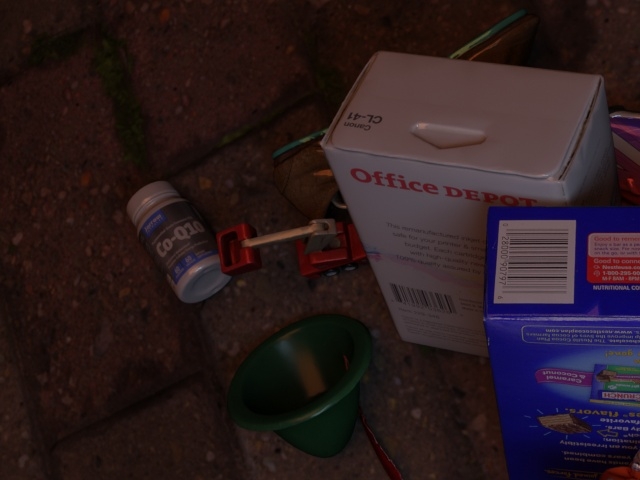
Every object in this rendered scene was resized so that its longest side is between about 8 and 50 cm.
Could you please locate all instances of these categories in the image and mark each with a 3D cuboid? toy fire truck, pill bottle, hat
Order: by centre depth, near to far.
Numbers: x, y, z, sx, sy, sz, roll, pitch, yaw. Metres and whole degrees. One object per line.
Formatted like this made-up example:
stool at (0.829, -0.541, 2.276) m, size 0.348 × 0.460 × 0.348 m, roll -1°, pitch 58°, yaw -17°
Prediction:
toy fire truck at (0.000, 0.000, 1.291) m, size 0.192 × 0.135 × 0.047 m, roll -17°, pitch 72°, yaw 21°
hat at (0.015, 0.211, 1.300) m, size 0.173 × 0.183 × 0.208 m, roll -23°, pitch 28°, yaw 12°
pill bottle at (-0.167, -0.001, 1.402) m, size 0.078 × 0.078 × 0.137 m, roll -43°, pitch 65°, yaw 10°

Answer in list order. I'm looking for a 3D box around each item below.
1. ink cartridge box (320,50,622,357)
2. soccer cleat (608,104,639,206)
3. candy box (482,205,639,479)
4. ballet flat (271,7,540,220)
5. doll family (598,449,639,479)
ink cartridge box at (0.160, -0.018, 1.117) m, size 0.226 × 0.306 × 0.131 m, roll 11°, pitch 55°, yaw 27°
soccer cleat at (0.318, -0.071, 1.180) m, size 0.318 × 0.109 × 0.116 m, roll -2°, pitch 81°, yaw 22°
candy box at (0.282, 0.109, 1.006) m, size 0.268 × 0.317 × 0.122 m, roll 0°, pitch 52°, yaw 14°
ballet flat at (0.107, -0.115, 1.293) m, size 0.342 × 0.116 × 0.124 m, roll -29°, pitch 88°, yaw 17°
doll family at (0.242, 0.291, 0.984) m, size 0.118 × 0.163 × 0.263 m, roll 45°, pitch 127°, yaw 32°
